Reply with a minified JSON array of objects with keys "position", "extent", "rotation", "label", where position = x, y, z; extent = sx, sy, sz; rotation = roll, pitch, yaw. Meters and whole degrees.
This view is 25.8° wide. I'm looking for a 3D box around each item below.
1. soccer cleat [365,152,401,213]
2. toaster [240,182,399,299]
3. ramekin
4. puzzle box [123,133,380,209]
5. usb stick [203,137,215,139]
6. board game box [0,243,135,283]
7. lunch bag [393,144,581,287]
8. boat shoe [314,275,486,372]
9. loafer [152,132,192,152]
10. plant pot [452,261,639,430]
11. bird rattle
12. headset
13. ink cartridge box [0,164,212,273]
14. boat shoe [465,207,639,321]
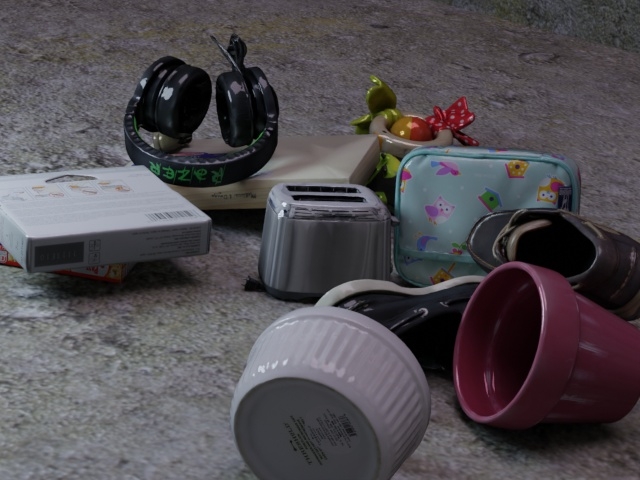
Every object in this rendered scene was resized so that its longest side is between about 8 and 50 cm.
[{"position":[0.152,-0.072,2.377],"extent":[0.121,0.093,0.289],"rotation":[32,3,-27],"label":"soccer cleat"},{"position":[0.000,0.000,2.017],"extent":[0.227,0.146,0.129],"rotation":[1,20,-13],"label":"toaster"},{"position":[0.003,0.183,1.466],"extent":[0.207,0.207,0.109],"rotation":[13,30,16],"label":"ramekin"},{"position":[-0.123,-0.114,2.310],"extent":[0.409,0.052,0.272],"rotation":[-1,19,14],"label":"puzzle box"},{"position":[-0.098,-0.133,2.481],"extent":[0.278,0.045,0.077],"rotation":[15,21,20],"label":"usb stick"},{"position":[-0.363,0.003,2.043],"extent":[0.194,0.045,0.147],"rotation":[9,20,7],"label":"board game box"},{"position":[0.249,-0.025,2.059],"extent":[0.279,0.224,0.108],"rotation":[5,9,12],"label":"lunch bag"},{"position":[0.148,0.120,1.799],"extent":[0.340,0.127,0.113],"rotation":[7,41,-43],"label":"boat shoe"},{"position":[-0.241,-0.188,2.405],"extent":[0.050,0.056,0.148],"rotation":[2,29,18],"label":"loafer"},{"position":[0.287,0.142,1.692],"extent":[0.180,0.201,0.201],"rotation":[16,16,-22],"label":"plant pot"},{"position":[0.184,-0.207,2.723],"extent":[0.254,0.143,0.207],"rotation":[19,32,-2],"label":"bird rattle"},{"position":[-0.179,-0.206,2.297],"extent":[0.244,0.185,0.394],"rotation":[8,43,6],"label":"headset"},{"position":[-0.331,-0.035,2.004],"extent":[0.275,0.060,0.239],"rotation":[-6,24,-30],"label":"ink cartridge box"},{"position":[0.299,0.004,1.837],"extent":[0.130,0.132,0.355],"rotation":[29,-8,-30],"label":"boat shoe"}]
